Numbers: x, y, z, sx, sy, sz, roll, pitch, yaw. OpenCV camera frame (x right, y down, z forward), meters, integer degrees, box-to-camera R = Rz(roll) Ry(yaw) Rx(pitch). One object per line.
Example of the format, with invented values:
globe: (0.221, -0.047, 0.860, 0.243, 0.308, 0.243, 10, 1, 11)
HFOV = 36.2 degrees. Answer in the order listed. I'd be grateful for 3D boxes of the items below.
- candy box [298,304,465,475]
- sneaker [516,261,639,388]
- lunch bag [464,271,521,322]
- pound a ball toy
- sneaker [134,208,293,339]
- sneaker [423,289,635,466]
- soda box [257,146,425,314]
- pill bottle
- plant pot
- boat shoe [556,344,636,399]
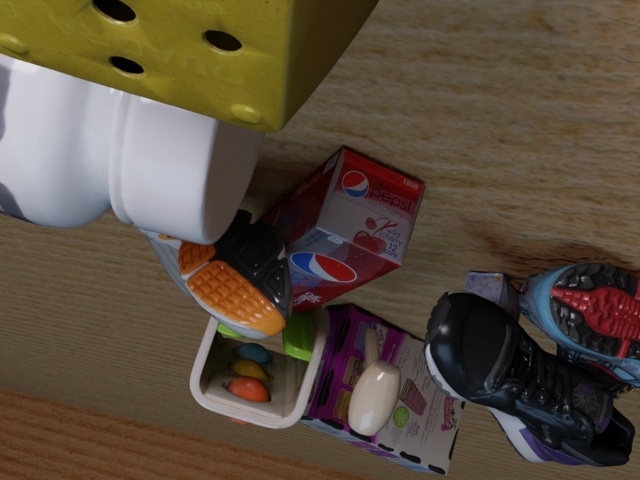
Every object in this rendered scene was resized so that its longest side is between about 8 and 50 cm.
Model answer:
candy box: (0.087, 0.204, 1.320, 0.233, 0.159, 0.071, 29, 158, -28)
sneaker: (0.309, 0.091, 0.971, 0.262, 0.104, 0.125, 31, 171, -17)
lunch bag: (0.181, 0.085, 1.040, 0.053, 0.083, 0.071, 4, 155, 33)
pound a ball toy: (-0.035, 0.143, 1.126, 0.208, 0.136, 0.319, 18, -173, -4)
sneaker: (-0.094, 0.028, 0.956, 0.262, 0.099, 0.121, 43, 161, 47)
sneaker: (0.216, 0.135, 0.949, 0.124, 0.107, 0.283, 2, 150, 45)
soda box: (0.000, 0.000, 0.966, 0.092, 0.083, 0.263, 24, 160, -15)
pill bottle: (-0.220, -0.124, 0.645, 0.361, 0.204, 0.204, 16, 160, 5)
plant pot: (-0.054, -0.172, 0.411, 0.212, 0.187, 0.212, 17, 159, 1)
boat shoe: (0.327, 0.155, 1.103, 0.183, 0.083, 0.065, 28, 157, -28)
